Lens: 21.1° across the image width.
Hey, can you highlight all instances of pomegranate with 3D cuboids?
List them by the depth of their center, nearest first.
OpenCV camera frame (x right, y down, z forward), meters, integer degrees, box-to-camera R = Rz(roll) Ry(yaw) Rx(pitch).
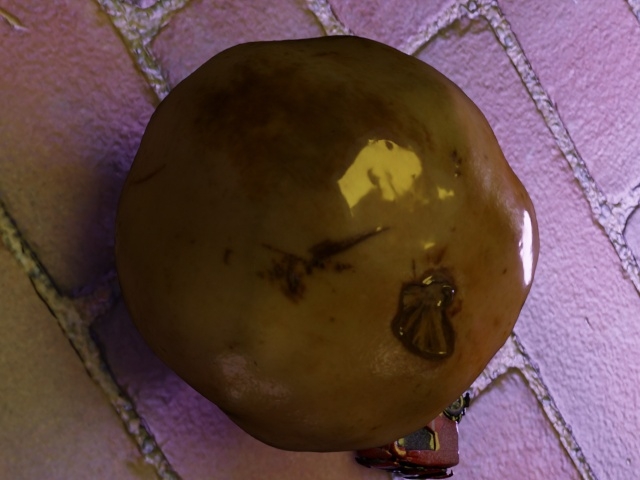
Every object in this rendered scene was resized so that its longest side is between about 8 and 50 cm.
[{"bbox_3d":[0.000,0.000,1.363,0.333,0.332,0.332,8,77,-38],"label":"pomegranate"}]

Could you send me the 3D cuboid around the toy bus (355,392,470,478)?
[{"bbox_3d":[0.077,0.098,1.557,0.096,0.073,0.234,6,78,-29],"label":"toy bus"}]
